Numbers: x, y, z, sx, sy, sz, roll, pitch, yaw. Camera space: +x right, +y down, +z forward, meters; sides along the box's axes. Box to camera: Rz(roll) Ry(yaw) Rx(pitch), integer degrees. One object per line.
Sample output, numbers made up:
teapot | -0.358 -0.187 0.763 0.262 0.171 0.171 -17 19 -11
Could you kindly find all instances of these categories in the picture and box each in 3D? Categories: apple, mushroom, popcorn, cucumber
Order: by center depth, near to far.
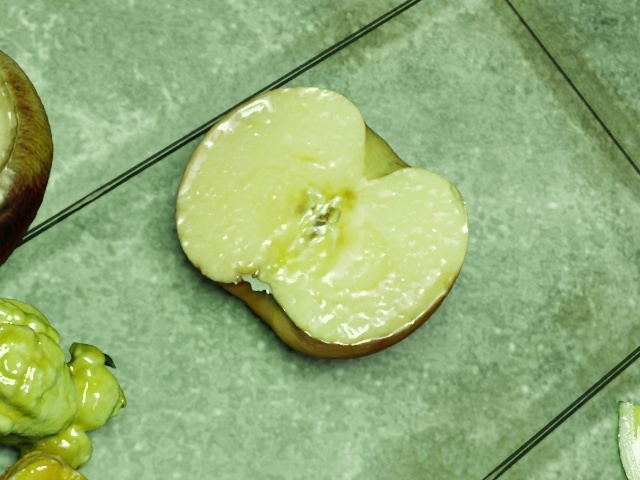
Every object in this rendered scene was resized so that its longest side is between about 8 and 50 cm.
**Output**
popcorn | -0.300 0.141 1.264 0.195 0.168 0.174 42 44 -43
mushroom | -0.408 -0.077 1.295 0.278 0.163 0.297 45 64 -9
apple | 0.000 0.000 1.398 0.293 0.163 0.251 40 74 13
cucumber | 0.368 0.239 1.507 0.067 0.035 0.107 4 71 2

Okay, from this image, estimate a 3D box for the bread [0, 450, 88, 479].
bread | -0.191 0.374 1.205 0.185 0.109 0.380 -43 104 -12
